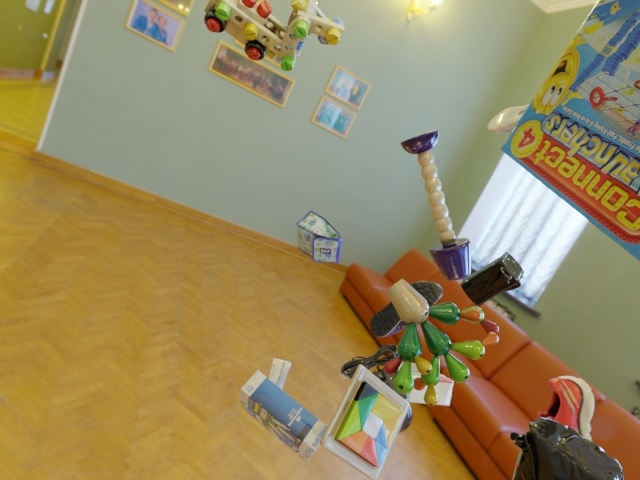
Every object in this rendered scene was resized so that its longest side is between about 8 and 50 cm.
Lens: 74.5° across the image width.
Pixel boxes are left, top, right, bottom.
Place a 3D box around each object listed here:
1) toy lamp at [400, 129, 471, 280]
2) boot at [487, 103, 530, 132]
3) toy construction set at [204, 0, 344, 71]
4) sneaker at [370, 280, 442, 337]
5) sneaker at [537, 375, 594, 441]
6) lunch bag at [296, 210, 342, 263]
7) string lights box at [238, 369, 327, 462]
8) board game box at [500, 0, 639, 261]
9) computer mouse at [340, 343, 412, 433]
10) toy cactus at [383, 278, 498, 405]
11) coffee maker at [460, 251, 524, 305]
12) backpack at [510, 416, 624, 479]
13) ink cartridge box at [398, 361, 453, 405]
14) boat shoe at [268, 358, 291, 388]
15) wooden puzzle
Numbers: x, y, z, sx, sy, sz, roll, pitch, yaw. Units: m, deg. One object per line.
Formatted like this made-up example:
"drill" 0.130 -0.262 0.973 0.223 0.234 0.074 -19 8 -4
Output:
"toy lamp" 0.219 -0.060 0.780 0.080 0.080 0.274 -90 161 -83
"boot" 0.479 -0.264 0.969 0.086 0.069 0.190 36 -9 -19
"toy construction set" -0.122 -0.501 0.889 0.328 0.151 0.215 41 -34 -24
"sneaker" 0.308 0.236 1.460 0.124 0.283 0.107 20 39 -50
"sneaker" 0.636 0.494 1.113 0.119 0.278 0.107 2 1 10
"lunch bag" 0.000 0.000 1.355 0.151 0.128 0.096 30 56 20
"string lights box" -0.107 0.498 1.193 0.260 0.133 0.077 34 50 15
"board game box" 0.419 -0.170 0.521 0.086 0.301 0.308 12 33 -23
"computer mouse" 0.190 0.463 1.246 0.072 0.189 0.272 -130 -163 -85
"toy cactus" 0.172 0.144 0.673 0.180 0.219 0.112 54 -21 11
"coffee maker" 0.573 0.133 1.426 0.171 0.178 0.120 4 52 -43
"backpack" 0.378 0.391 0.661 0.115 0.181 0.152 -5 22 -29
"ink cartridge box" 0.333 0.492 1.465 0.159 0.092 0.218 11 -3 -12
"boat shoe" -0.177 0.540 1.522 0.076 0.226 0.083 19 -20 3
"wooden puzzle" 0.130 0.477 1.093 0.239 0.220 0.044 45 -28 -24
